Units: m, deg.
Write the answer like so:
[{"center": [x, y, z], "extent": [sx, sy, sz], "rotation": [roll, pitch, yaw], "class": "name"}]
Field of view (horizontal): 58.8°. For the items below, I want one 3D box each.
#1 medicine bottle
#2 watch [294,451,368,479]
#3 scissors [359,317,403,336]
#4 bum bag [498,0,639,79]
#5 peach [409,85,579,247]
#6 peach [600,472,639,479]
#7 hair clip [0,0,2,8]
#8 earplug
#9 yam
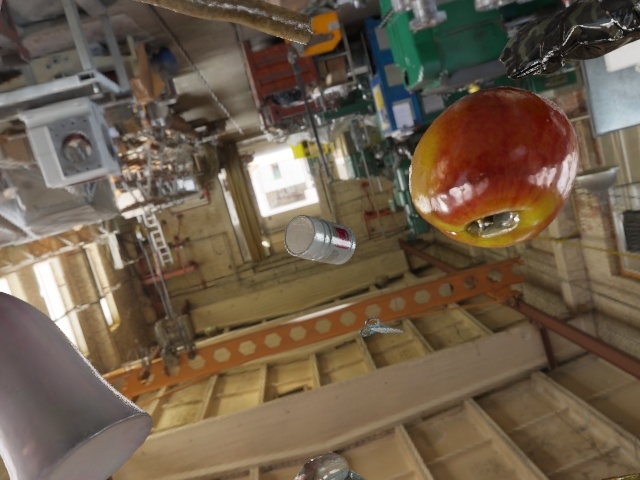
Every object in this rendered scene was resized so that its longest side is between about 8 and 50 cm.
[{"center": [0.000, 0.000, 0.781], "extent": [0.058, 0.058, 0.091], "rotation": [-9, 166, 38], "class": "medicine bottle"}, {"center": [0.068, 0.603, 1.247], "extent": [0.241, 0.162, 0.253], "rotation": [28, -173, 28], "class": "watch"}, {"center": [0.150, 0.213, 1.366], "extent": [0.119, 0.058, 0.014], "rotation": [13, -151, -31], "class": "scissors"}, {"center": [0.430, -0.337, 0.888], "extent": [0.340, 0.095, 0.144], "rotation": [-7, -140, 46], "class": "bum bag"}, {"center": [0.274, -0.126, 0.923], "extent": [0.281, 0.238, 0.281], "rotation": [-19, -130, 24], "class": "peach"}, {"center": [0.357, 0.371, 0.567], "extent": [0.281, 0.338, 0.281], "rotation": [-46, -161, 20], "class": "peach"}, {"center": [-0.406, -0.273, 0.687], "extent": [0.123, 0.102, 0.138], "rotation": [24, -107, 49], "class": "hair clip"}, {"center": [-0.378, 0.177, 0.739], "extent": [0.172, 0.301, 0.172], "rotation": [-40, 160, -18], "class": "earplug"}, {"center": [-0.161, -0.323, 0.766], "extent": [0.326, 0.045, 0.045], "rotation": [5, -170, -26], "class": "yam"}]
